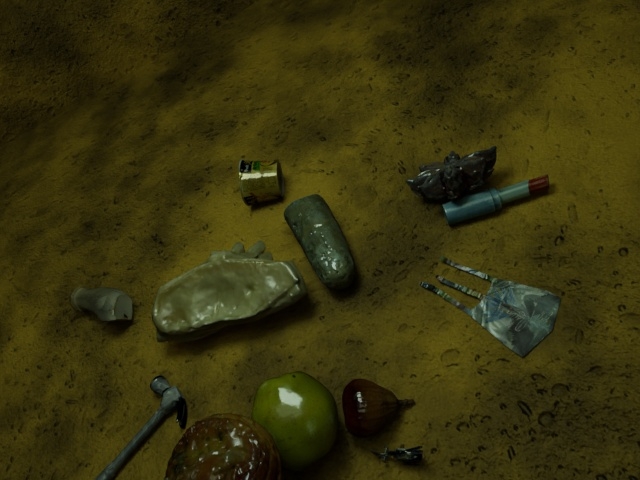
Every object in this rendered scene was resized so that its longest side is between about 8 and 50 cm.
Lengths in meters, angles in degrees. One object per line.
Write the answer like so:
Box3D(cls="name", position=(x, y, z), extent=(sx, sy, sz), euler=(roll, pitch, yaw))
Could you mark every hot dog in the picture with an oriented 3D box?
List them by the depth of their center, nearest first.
Box3D(cls="hot dog", position=(-0.238, 0.489, 0.966), extent=(0.387, 0.174, 0.267), euler=(-43, 11, 32))

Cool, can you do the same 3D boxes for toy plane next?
Box3D(cls="toy plane", position=(0.160, 0.431, 1.019), extent=(0.120, 0.049, 0.031), euler=(-17, 47, 33))

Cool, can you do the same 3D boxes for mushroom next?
Box3D(cls="mushroom", position=(-0.649, 0.190, 1.520), extent=(0.247, 0.096, 0.108), euler=(10, 59, 35))

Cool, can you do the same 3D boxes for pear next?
Box3D(cls="pear", position=(-0.051, 0.373, 1.061), extent=(0.198, 0.198, 0.198), euler=(-12, 51, 15))

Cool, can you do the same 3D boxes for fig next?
Box3D(cls="fig", position=(0.110, 0.354, 1.084), extent=(0.119, 0.153, 0.119), euler=(-6, 83, 51))

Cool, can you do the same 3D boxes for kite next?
Box3D(cls="kite", position=(0.392, 0.128, 1.178), extent=(0.169, 0.015, 0.310), euler=(-45, 53, -14))

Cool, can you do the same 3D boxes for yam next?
Box3D(cls="yam", position=(0.000, 0.000, 1.370), extent=(0.133, 0.133, 0.330), euler=(-28, 50, 1))

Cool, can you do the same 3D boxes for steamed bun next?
Box3D(cls="steamed bun", position=(-0.248, 0.119, 1.372), extent=(0.427, 0.189, 0.247), euler=(-20, 78, 9))

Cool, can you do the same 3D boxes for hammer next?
Box3D(cls="hammer", position=(-0.494, 0.533, 1.225), extent=(0.152, 0.044, 0.427), euler=(31, 72, 37))

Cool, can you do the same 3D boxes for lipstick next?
Box3D(cls="lipstick", position=(0.455, -0.110, 1.301), extent=(0.274, 0.061, 0.068), euler=(-18, 25, 10))

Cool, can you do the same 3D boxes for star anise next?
Box3D(cls="star anise", position=(0.359, -0.166, 1.339), extent=(0.236, 0.109, 0.223), euler=(-26, 12, -1))

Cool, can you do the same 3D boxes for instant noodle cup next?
Box3D(cls="instant noodle cup", position=(-0.183, -0.188, 1.587), extent=(0.122, 0.151, 0.151), euler=(-8, 51, 5))
